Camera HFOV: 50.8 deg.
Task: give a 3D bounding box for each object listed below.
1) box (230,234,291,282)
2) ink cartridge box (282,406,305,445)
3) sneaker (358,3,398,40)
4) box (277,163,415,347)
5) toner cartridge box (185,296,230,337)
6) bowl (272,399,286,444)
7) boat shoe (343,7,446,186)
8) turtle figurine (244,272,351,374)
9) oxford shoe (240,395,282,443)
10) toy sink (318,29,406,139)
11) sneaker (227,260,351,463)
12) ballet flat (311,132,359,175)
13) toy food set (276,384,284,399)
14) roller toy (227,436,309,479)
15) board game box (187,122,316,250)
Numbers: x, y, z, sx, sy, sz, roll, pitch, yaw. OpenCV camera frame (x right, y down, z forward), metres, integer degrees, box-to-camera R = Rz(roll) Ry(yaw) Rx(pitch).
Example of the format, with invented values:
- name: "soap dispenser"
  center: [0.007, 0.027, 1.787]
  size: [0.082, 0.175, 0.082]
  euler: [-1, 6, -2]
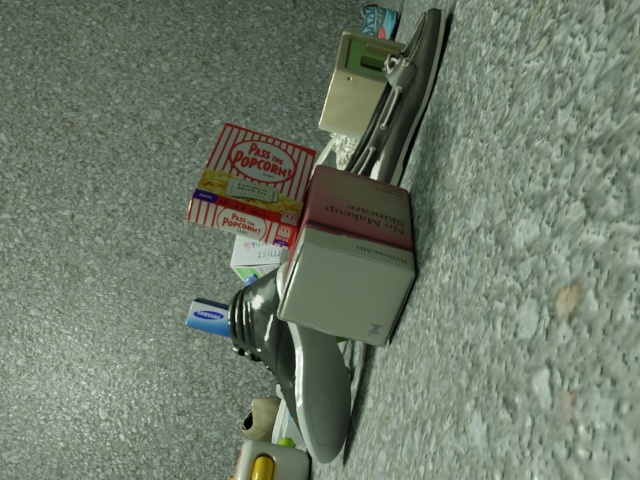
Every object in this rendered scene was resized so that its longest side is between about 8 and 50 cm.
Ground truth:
- name: "box"
  center: [-0.079, 0.022, 1.551]
  size: [0.262, 0.127, 0.231]
  euler: [58, -146, -54]
- name: "ink cartridge box"
  center: [-0.050, 0.387, 1.484]
  size: [0.122, 0.052, 0.088]
  euler: [-172, 97, -85]
- name: "sneaker"
  center: [0.113, -0.504, 1.814]
  size: [0.104, 0.125, 0.261]
  euler: [-54, -15, -86]
- name: "box"
  center: [0.038, 0.012, 0.926]
  size: [0.232, 0.149, 0.126]
  euler: [-83, 10, -60]
- name: "toner cartridge box"
  center: [-0.199, 0.247, 1.929]
  size: [0.165, 0.348, 0.075]
  euler: [161, 125, -85]
- name: "bowl"
  center: [-0.078, 0.440, 1.666]
  size: [0.142, 0.053, 0.141]
  euler: [139, 145, -84]
- name: "boat shoe"
  center: [0.112, -0.213, 1.092]
  size: [0.112, 0.096, 0.334]
  euler: [-85, 11, -68]
- name: "turtle figurine"
  center: [0.012, 0.138, 1.192]
  size: [0.197, 0.275, 0.266]
  euler: [-53, 28, 6]
- name: "oxford shoe"
  center: [-0.173, 0.557, 1.992]
  size: [0.123, 0.130, 0.348]
  euler: [-80, 6, -49]
- name: "toy sink"
  center: [0.095, -0.298, 1.257]
  size: [0.234, 0.153, 0.131]
  euler: [-79, 5, -52]
- name: "sneaker"
  center: [-0.051, 0.187, 1.018]
  size: [0.147, 0.105, 0.295]
  euler: [-19, 83, 40]
- name: "ballet flat"
  center: [0.041, -0.117, 1.498]
  size: [0.408, 0.147, 0.146]
  euler: [108, 175, -46]
- name: "toy food set"
  center: [-0.031, 0.240, 1.415]
  size: [0.105, 0.111, 0.232]
  euler: [2, -100, -54]
- name: "roller toy"
  center: [-0.111, 0.486, 1.291]
  size: [0.209, 0.147, 0.191]
  euler: [-145, 69, -85]
- name: "board game box"
  center: [-0.093, -0.082, 0.968]
  size: [0.193, 0.147, 0.045]
  euler: [-80, 8, -49]
